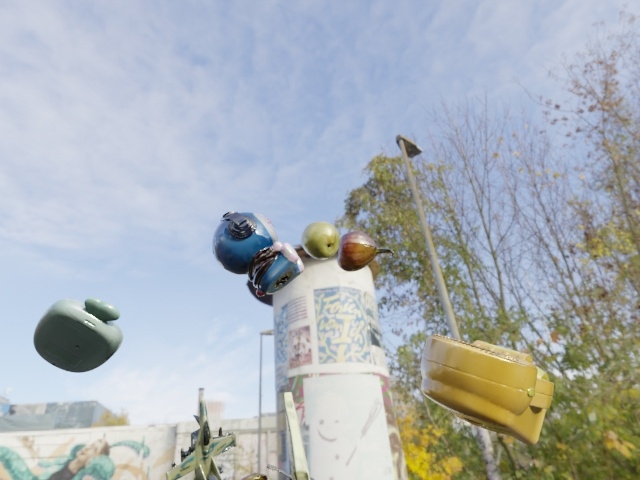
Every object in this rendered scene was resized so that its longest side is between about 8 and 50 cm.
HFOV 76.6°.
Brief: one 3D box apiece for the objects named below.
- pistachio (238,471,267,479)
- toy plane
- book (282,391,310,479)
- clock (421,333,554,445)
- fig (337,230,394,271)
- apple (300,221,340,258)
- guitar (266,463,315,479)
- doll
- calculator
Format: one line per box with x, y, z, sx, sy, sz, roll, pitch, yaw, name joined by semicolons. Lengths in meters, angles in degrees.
-0.266;0.852;1.402;0.173;0.049;0.089;-21;-60;-14;pistachio
-0.288;0.488;0.987;0.192;0.262;0.088;-13;17;-43;toy plane
-0.043;0.583;0.933;0.043;0.260;0.371;-7;-75;-9;book
0.354;0.313;0.893;0.244;0.200;0.317;5;-18;41;clock
0.148;0.031;1.549;0.202;0.149;0.148;-27;1;-2;fig
0.000;0.000;1.944;0.200;0.200;0.200;-4;-31;-2;apple
-0.115;0.957;1.625;0.233;0.088;0.025;31;-69;-6;guitar
-0.229;0.034;1.397;0.240;0.310;0.284;-38;-20;-21;doll
-0.585;0.232;0.980;0.185;0.041;0.299;41;-61;-18;calculator
